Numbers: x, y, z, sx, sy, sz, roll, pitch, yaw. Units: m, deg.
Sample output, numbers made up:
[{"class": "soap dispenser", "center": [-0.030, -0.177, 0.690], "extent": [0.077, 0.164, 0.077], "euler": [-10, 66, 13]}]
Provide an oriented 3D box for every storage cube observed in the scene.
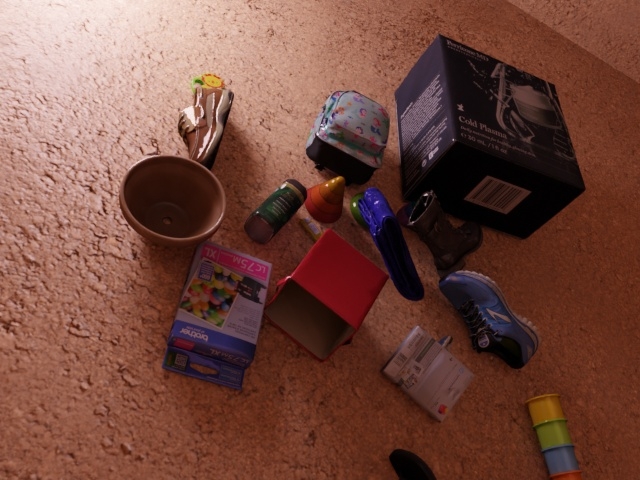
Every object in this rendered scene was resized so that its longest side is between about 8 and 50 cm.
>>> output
[{"class": "storage cube", "center": [0.012, 0.129, 1.450], "extent": [0.215, 0.184, 0.193], "euler": [38, 47, -1]}]

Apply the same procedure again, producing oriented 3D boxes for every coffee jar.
[{"class": "coffee jar", "center": [-0.109, -0.077, 1.579], "extent": [0.079, 0.096, 0.184], "euler": [41, 49, -2]}]

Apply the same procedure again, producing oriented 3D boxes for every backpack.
[{"class": "backpack", "center": [0.090, -0.318, 1.809], "extent": [0.225, 0.191, 0.254], "euler": [26, 45, -11]}]

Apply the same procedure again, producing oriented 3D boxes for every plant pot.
[{"class": "plant pot", "center": [-0.343, -0.072, 1.429], "extent": [0.237, 0.110, 0.238], "euler": [13, 55, -19]}]

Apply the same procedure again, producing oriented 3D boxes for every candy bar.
[{"class": "candy bar", "center": [0.000, 0.000, 1.640], "extent": [0.040, 0.018, 0.161], "euler": [-29, 76, -43]}]

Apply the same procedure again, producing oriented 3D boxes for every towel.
[{"class": "towel", "center": [0.167, 0.004, 1.557], "extent": [0.308, 0.076, 0.228], "euler": [-97, 166, -72]}]

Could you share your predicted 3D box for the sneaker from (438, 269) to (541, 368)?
[{"class": "sneaker", "center": [0.448, 0.214, 1.676], "extent": [0.330, 0.130, 0.147], "euler": [41, 46, 1]}]

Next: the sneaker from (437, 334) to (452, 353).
[{"class": "sneaker", "center": [0.312, 0.303, 1.594], "extent": [0.058, 0.052, 0.135], "euler": [38, 58, -7]}]

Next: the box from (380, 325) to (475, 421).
[{"class": "box", "center": [0.261, 0.323, 1.516], "extent": [0.186, 0.038, 0.145], "euler": [40, 74, 2]}]

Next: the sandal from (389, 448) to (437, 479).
[{"class": "sandal", "center": [0.224, 0.564, 1.327], "extent": [0.054, 0.097, 0.255], "euler": [-18, 69, -37]}]

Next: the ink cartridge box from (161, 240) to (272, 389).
[{"class": "ink cartridge box", "center": [-0.221, 0.158, 1.380], "extent": [0.185, 0.065, 0.311], "euler": [21, 53, -16]}]

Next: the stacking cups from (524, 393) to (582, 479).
[{"class": "stacking cups", "center": [0.597, 0.550, 1.556], "extent": [0.095, 0.096, 0.317], "euler": [9, 57, -25]}]

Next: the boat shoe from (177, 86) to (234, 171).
[{"class": "boat shoe", "center": [-0.310, -0.284, 1.604], "extent": [0.119, 0.123, 0.324], "euler": [18, 43, -12]}]

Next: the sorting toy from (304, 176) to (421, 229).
[{"class": "sorting toy", "center": [0.142, -0.114, 1.729], "extent": [0.365, 0.126, 0.127], "euler": [8, 55, -24]}]

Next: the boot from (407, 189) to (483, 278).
[{"class": "boot", "center": [0.355, -0.045, 1.766], "extent": [0.229, 0.091, 0.263], "euler": [58, 47, -21]}]

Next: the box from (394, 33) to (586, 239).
[{"class": "box", "center": [0.514, -0.321, 1.977], "extent": [0.479, 0.297, 0.472], "euler": [16, 50, -20]}]

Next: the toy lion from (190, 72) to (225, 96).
[{"class": "toy lion", "center": [-0.317, -0.438, 1.756], "extent": [0.100, 0.034, 0.096], "euler": [3, 51, -28]}]
